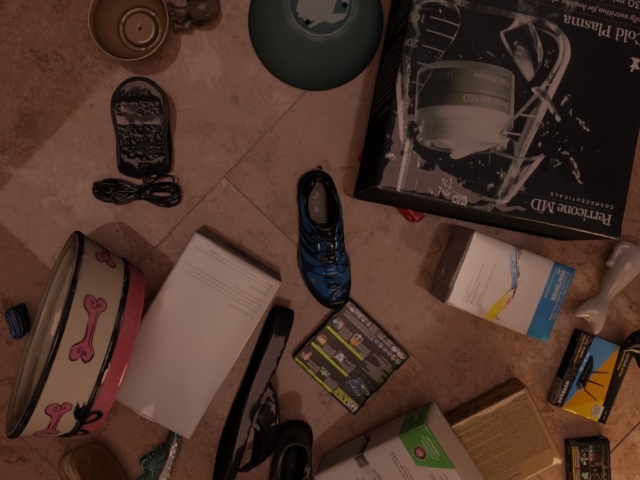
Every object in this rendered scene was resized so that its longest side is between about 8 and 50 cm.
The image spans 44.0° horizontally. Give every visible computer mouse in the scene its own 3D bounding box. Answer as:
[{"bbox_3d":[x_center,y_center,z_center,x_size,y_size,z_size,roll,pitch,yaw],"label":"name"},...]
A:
[{"bbox_3d":[-0.383,-0.211,1.671,0.189,0.072,0.272,4,106,-6],"label":"computer mouse"}]

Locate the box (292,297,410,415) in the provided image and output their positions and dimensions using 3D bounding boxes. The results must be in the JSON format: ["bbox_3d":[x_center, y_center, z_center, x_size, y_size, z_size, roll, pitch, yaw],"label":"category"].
[{"bbox_3d":[0.067,0.254,1.741,0.191,0.045,0.184,43,93,-6],"label":"box"}]

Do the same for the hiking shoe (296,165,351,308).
[{"bbox_3d":[0.000,0.000,1.669,0.113,0.132,0.304,-11,92,-2],"label":"hiking shoe"}]

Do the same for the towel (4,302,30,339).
[{"bbox_3d":[-0.630,0.169,1.654,0.029,0.119,0.067,-16,95,-12],"label":"towel"}]

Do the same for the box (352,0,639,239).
[{"bbox_3d":[0.354,-0.272,1.575,0.480,0.297,0.471,11,89,-5],"label":"box"}]

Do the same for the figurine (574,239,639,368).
[{"bbox_3d":[0.679,0.140,1.732,0.215,0.092,0.209,35,82,-5],"label":"figurine"}]

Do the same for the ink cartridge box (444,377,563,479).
[{"bbox_3d":[0.383,0.445,1.752,0.235,0.088,0.193,-26,97,-2],"label":"ink cartridge box"}]

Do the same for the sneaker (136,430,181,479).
[{"bbox_3d":[-0.355,0.479,1.723,0.076,0.065,0.166,19,91,-1],"label":"sneaker"}]

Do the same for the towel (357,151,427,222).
[{"bbox_3d":[0.240,-0.195,1.727,0.275,0.031,0.199,-42,93,-2],"label":"towel"}]

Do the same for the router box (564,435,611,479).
[{"bbox_3d":[0.607,0.509,1.796,0.092,0.038,0.122,-4,94,-4],"label":"router box"}]

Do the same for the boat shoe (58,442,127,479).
[{"bbox_3d":[-0.444,0.595,1.709,0.110,0.122,0.341,-28,91,39],"label":"boat shoe"}]

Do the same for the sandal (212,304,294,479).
[{"bbox_3d":[-0.125,0.361,1.677,0.107,0.167,0.445,21,92,-11],"label":"sandal"}]

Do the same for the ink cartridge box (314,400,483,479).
[{"bbox_3d":[0.165,0.503,1.680,0.289,0.121,0.211,-30,95,22],"label":"ink cartridge box"}]

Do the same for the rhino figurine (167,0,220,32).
[{"bbox_3d":[-0.271,-0.562,1.646,0.106,0.073,0.243,-7,93,1],"label":"rhino figurine"}]

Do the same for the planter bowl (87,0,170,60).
[{"bbox_3d":[-0.381,-0.442,1.627,0.162,0.109,0.162,0,93,2],"label":"planter bowl"}]

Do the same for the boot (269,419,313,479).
[{"bbox_3d":[-0.073,0.562,1.663,0.118,0.223,0.338,0,94,-1],"label":"boot"}]

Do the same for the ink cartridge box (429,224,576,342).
[{"bbox_3d":[0.379,0.087,1.684,0.233,0.171,0.168,21,92,-5],"label":"ink cartridge box"}]

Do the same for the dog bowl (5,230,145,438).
[{"bbox_3d":[-0.471,0.194,1.541,0.150,0.408,0.408,20,93,-23],"label":"dog bowl"}]

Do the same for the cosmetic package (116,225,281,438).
[{"bbox_3d":[-0.265,0.190,1.662,0.217,0.156,0.385,32,93,-5],"label":"cosmetic package"}]

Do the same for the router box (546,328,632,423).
[{"bbox_3d":[0.605,0.304,1.777,0.133,0.046,0.178,20,93,-5],"label":"router box"}]

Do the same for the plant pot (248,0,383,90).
[{"bbox_3d":[-0.004,-0.462,1.609,0.290,0.195,0.290,0,94,-4],"label":"plant pot"}]
